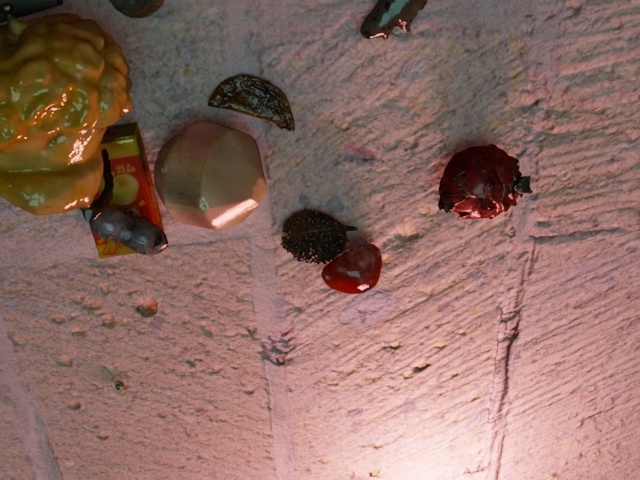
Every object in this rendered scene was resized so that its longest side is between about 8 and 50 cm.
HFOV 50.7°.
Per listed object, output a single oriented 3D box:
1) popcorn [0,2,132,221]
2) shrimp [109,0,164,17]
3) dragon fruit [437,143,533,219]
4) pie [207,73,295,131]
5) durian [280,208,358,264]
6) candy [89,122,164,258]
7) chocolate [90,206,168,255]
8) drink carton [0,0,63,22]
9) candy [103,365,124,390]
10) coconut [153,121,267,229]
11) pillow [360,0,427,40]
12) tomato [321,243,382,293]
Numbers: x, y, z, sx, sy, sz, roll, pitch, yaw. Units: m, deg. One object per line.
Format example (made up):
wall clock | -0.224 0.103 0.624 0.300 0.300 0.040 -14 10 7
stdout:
popcorn | -0.484 -0.216 1.203 0.348 0.349 0.382 -24 110 4
shrimp | -0.340 -0.505 1.249 0.132 0.052 0.188 17 119 -20
dragon fruit | 0.366 -0.133 1.544 0.209 0.172 0.172 -10 122 5
pie | -0.134 -0.298 1.426 0.191 0.033 0.088 16 109 -13
durian | 0.000 0.000 1.597 0.188 0.091 0.149 -14 122 -4
candy | -0.433 -0.103 1.452 0.146 0.088 0.276 -10 122 -4
chocolate | -0.399 -0.018 1.417 0.166 0.072 0.072 22 114 -22
drink carton | -0.567 -0.455 1.157 0.189 0.185 0.191 -21 90 -5
candy | -0.537 0.356 1.752 0.023 0.025 0.083 -25 111 18
coconut | -0.221 -0.134 1.407 0.236 0.237 0.197 -30 153 7
pillow | 0.181 -0.494 1.357 0.093 0.051 0.241 29 109 -25
tomato | 0.086 0.083 1.627 0.159 0.091 0.139 -17 155 -22
